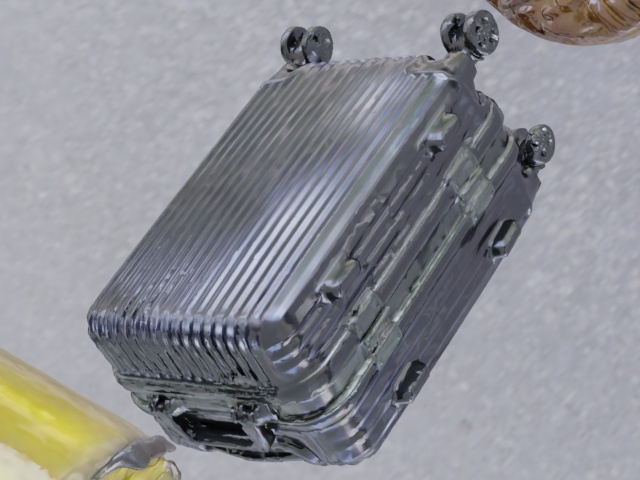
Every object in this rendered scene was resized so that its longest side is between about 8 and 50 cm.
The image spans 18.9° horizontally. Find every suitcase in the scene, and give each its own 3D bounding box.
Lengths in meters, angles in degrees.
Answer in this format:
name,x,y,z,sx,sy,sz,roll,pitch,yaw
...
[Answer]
name,x,y,z,sx,sy,sz,roll,pitch,yaw
suitcase,0.000,0.000,0.521,0.086,0.126,0.059,0,134,44

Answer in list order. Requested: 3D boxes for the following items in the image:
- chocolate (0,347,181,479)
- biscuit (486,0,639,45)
name,x,y,z,sx,sy,sz,roll,pitch,yaw
chocolate,-0.293,0.061,1.070,0.445,0.162,0.162,31,125,16
biscuit,0.128,-0.184,0.898,0.188,0.027,0.188,-2,87,44
